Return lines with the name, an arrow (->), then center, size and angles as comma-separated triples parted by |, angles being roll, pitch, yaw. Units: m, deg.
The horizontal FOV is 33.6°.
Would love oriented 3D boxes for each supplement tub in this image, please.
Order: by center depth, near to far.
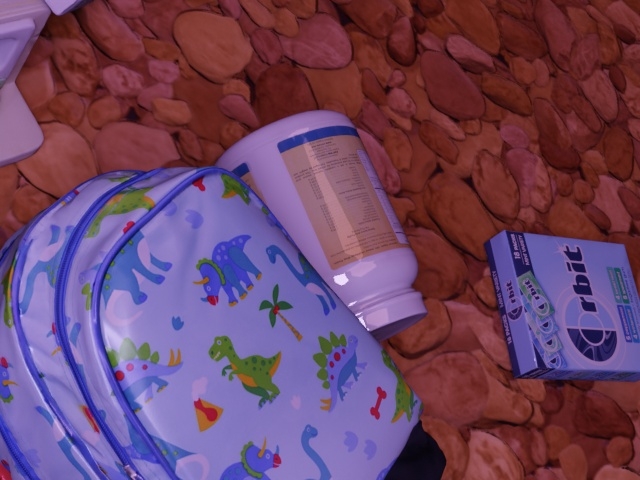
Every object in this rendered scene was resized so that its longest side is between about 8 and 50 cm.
supplement tub -> 0.000, 0.000, 0.949 | 0.144, 0.144, 0.200 | -14, 75, -38

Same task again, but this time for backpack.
backpack -> -0.088, 0.117, 0.763 | 0.355, 0.273, 0.290 | 46, 52, 2

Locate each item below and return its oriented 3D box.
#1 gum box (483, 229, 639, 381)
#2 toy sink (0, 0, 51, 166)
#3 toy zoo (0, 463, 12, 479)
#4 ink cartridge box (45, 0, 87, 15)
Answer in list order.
gum box -> 0.276, 0.074, 1.163 | 0.184, 0.041, 0.157 | 6, 63, -31
toy sink -> -0.318, -0.177, 0.838 | 0.152, 0.131, 0.234 | -25, 81, -39
toy zoo -> -0.291, 0.139, 0.742 | 0.192, 0.030, 0.293 | -12, 78, -39
ink cartridge box -> -0.237, -0.288, 0.901 | 0.181, 0.056, 0.225 | 54, 11, -14
